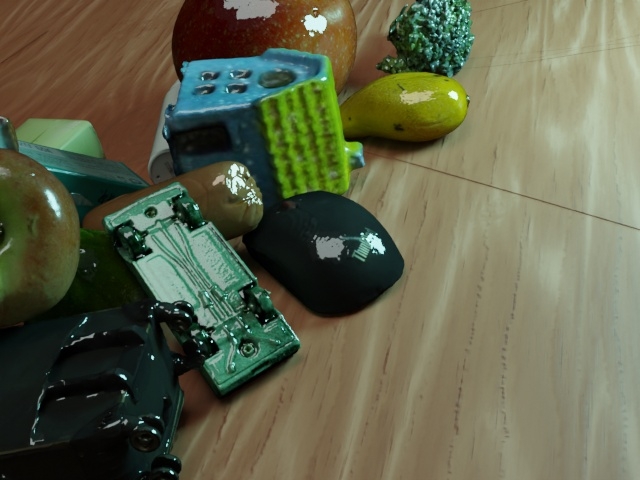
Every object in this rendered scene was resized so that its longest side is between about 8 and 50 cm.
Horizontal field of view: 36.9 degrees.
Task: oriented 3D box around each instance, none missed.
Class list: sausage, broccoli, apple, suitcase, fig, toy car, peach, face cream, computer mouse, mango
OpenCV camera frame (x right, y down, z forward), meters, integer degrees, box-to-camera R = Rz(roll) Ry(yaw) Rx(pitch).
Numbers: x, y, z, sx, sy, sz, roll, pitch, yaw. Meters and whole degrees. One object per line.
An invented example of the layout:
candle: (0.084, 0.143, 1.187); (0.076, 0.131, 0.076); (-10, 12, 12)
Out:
sausage: (-0.231, -0.035, 1.505); (0.304, 0.121, 0.121); (-17, 31, 24)
broccoli: (0.199, -0.400, 1.953); (0.199, 0.177, 0.275); (-61, 15, -7)
apple: (-0.104, -0.380, 1.833); (0.348, 0.277, 0.349); (12, 36, -9)
suitcase: (-0.361, 0.225, 1.162); (0.433, 0.194, 0.283); (-9, 30, 8)
fig: (-0.355, 0.042, 1.393); (0.203, 0.235, 0.203); (-14, 32, 9)
toy car: (-0.174, 0.067, 1.339); (0.141, 0.097, 0.321); (-30, 66, -22)
peach: (-0.428, 0.003, 1.191); (0.252, 0.252, 0.252); (-10, 34, 7)
face cream: (-0.265, -0.220, 1.857); (0.101, 0.102, 0.346); (-10, 35, 6)
computer mouse: (0.000, 0.000, 1.442); (0.170, 0.100, 0.269); (-28, 36, -23)
mango: (0.139, -0.242, 1.731); (0.262, 0.109, 0.157); (-1, 40, 22)

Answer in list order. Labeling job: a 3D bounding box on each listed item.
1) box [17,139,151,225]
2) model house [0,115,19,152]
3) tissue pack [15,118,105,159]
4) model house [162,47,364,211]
box: (-0.424, -0.091, 1.625); (0.244, 0.092, 0.153); (12, 14, -39)
model house: (-0.602, -0.128, 1.384); (0.251, 0.295, 0.329); (10, 44, 19)
tissue pack: (-0.537, -0.124, 1.795); (0.159, 0.125, 0.234); (5, 39, 26)
model house: (-0.086, -0.176, 1.612); (0.303, 0.237, 0.216); (-8, 36, 5)
